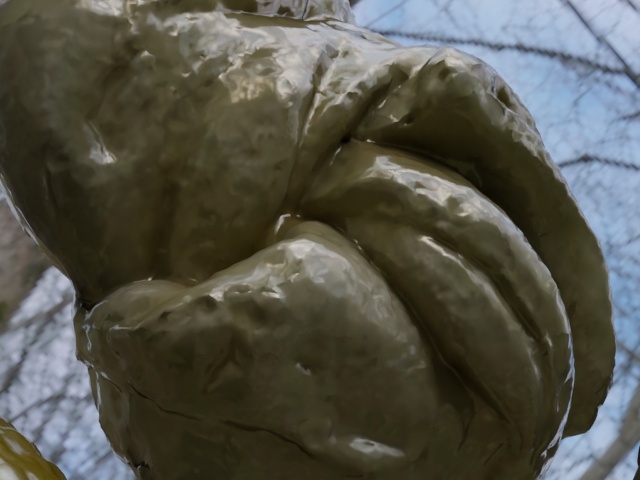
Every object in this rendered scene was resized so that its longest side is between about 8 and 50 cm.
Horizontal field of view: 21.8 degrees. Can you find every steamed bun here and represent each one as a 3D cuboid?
[{"bbox_3d":[0.003,0.003,0.837,0.230,0.325,0.372,-27,-103,24],"label":"steamed bun"}]

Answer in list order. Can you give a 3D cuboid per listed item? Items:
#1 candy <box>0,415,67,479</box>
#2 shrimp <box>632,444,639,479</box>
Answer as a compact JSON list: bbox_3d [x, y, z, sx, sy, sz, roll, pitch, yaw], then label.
[{"bbox_3d":[-0.176,0.153,0.487,0.260,0.260,0.118,34,-5,16],"label":"candy"},{"bbox_3d":[0.301,0.023,0.568,0.221,0.446,0.110,-6,-77,63],"label":"shrimp"}]
